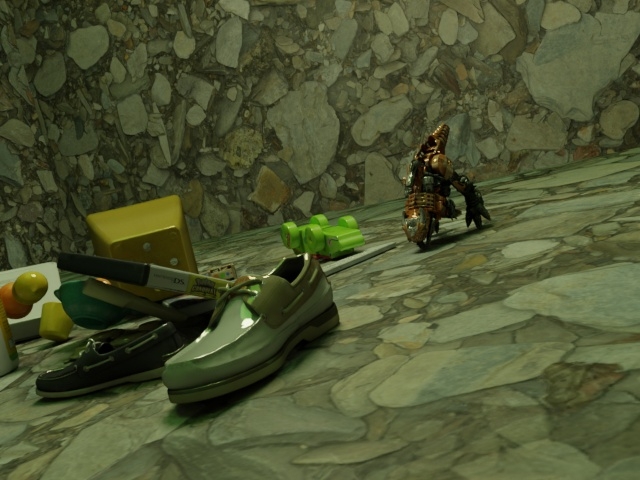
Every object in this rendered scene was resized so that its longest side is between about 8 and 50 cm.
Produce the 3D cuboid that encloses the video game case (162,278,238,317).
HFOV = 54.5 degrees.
[{"bbox_3d":[-0.203,0.109,1.240,0.201,0.023,0.183,-16,6,-22],"label":"video game case"}]

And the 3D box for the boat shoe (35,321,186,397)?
[{"bbox_3d":[-0.271,0.150,0.794,0.206,0.065,0.075,-13,6,9],"label":"boat shoe"}]

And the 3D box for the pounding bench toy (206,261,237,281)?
[{"bbox_3d":[-0.220,0.082,1.389,0.065,0.052,0.083,-15,6,-6],"label":"pounding bench toy"}]

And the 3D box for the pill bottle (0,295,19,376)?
[{"bbox_3d":[-0.600,0.112,1.024,0.136,0.245,0.136,-13,6,1],"label":"pill bottle"}]

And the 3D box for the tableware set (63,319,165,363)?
[{"bbox_3d":[-0.338,0.165,1.040,0.169,0.020,0.141,-13,6,12],"label":"tableware set"}]

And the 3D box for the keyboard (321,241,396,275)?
[{"bbox_3d":[0.064,0.041,1.323,0.072,0.014,0.256,-8,8,43],"label":"keyboard"}]

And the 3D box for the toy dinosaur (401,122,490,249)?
[{"bbox_3d":[0.255,-0.119,1.334,0.164,0.218,0.322,15,67,46],"label":"toy dinosaur"}]

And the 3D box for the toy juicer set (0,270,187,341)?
[{"bbox_3d":[-0.424,0.094,1.106,0.329,0.089,0.209,-10,-33,24],"label":"toy juicer set"}]

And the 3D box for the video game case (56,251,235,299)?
[{"bbox_3d":[-0.265,0.065,1.049,0.275,0.035,0.248,5,-9,43],"label":"video game case"}]

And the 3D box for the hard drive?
[{"bbox_3d":[-0.724,0.146,1.450,0.233,0.047,0.353,-12,21,-23],"label":"hard drive"}]

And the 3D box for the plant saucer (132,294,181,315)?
[{"bbox_3d":[-0.356,0.134,1.387,0.067,0.018,0.192,-13,5,7],"label":"plant saucer"}]

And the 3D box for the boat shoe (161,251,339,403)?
[{"bbox_3d":[-0.081,0.091,0.726,0.113,0.103,0.302,-11,6,27],"label":"boat shoe"}]

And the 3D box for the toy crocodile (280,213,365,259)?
[{"bbox_3d":[0.000,0.000,1.509,0.115,0.105,0.340,-16,11,-27],"label":"toy crocodile"}]

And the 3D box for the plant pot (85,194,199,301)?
[{"bbox_3d":[-0.371,0.038,1.342,0.212,0.212,0.187,-15,17,-17],"label":"plant pot"}]
